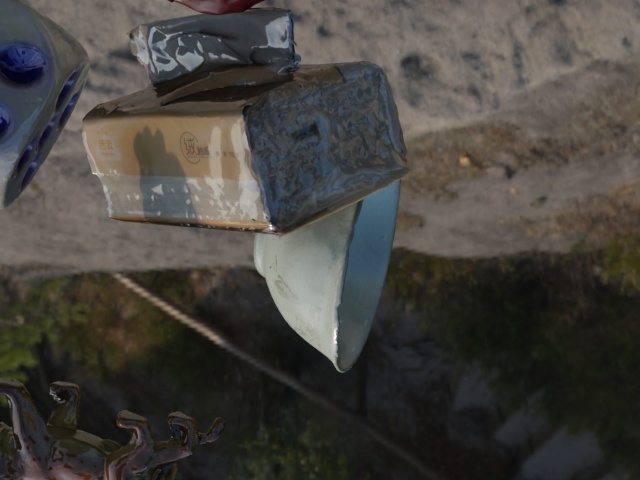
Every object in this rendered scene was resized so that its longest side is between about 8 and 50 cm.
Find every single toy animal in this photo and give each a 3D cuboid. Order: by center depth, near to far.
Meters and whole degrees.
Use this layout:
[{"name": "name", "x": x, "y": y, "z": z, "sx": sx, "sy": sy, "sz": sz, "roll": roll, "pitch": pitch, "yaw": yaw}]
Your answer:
[{"name": "toy animal", "x": -0.279, "y": 0.245, "z": 1.266, "sx": 0.313, "sy": 0.097, "sz": 0.157, "roll": 15, "pitch": 96, "yaw": 0}]

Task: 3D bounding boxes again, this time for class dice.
[{"name": "dice", "x": -0.469, "y": -0.191, "z": 1.458, "sx": 0.259, "sy": 0.243, "sz": 0.251, "roll": 27, "pitch": 167, "yaw": -8}]

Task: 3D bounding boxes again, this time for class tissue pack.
[{"name": "tissue pack", "x": -0.095, "y": -0.141, "z": 1.233, "sx": 0.306, "sy": 0.238, "sz": 0.238, "roll": 5, "pitch": 146, "yaw": 48}]

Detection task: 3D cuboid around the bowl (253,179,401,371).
[{"name": "bowl", "x": 0.000, "y": 0.000, "z": 1.447, "sx": 0.146, "sy": 0.313, "sz": 0.313, "roll": 13, "pitch": 134, "yaw": 12}]

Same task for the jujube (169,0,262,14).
[{"name": "jujube", "x": -0.094, "y": -0.388, "z": 0.953, "sx": 0.259, "sy": 0.258, "sz": 0.376, "roll": 7, "pitch": 132, "yaw": -6}]
